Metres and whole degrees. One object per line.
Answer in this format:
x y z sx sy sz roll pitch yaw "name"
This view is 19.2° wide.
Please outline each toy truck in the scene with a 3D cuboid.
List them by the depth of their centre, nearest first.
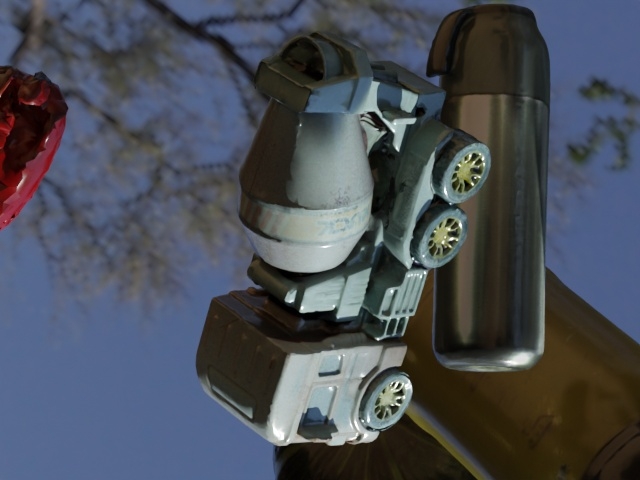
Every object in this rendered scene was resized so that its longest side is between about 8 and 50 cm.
0.000 0.000 1.140 0.108 0.140 0.256 34 -65 39 "toy truck"

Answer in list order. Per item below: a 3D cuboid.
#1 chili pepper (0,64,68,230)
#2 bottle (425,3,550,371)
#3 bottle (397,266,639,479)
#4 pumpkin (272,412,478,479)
-0.214 0.018 0.685 0.387 0.110 0.110 -25 -135 45 "chili pepper"
0.113 -0.037 1.318 0.079 0.096 0.253 -9 -105 57 "bottle"
0.206 0.155 1.459 0.171 0.171 0.351 -51 -137 4 "bottle"
0.109 0.208 1.823 0.323 0.241 0.323 -17 -119 33 "pumpkin"
